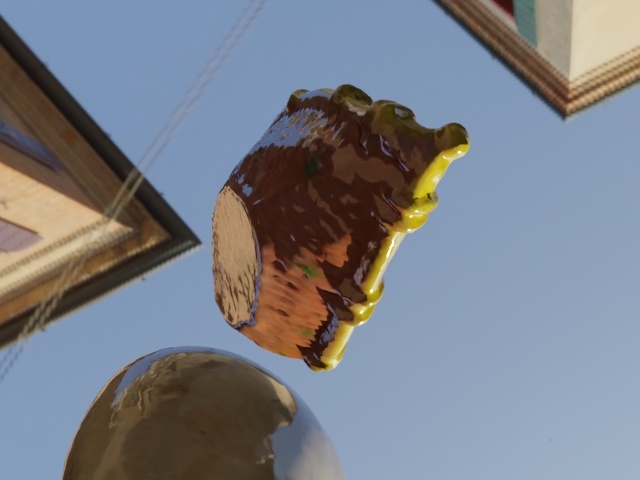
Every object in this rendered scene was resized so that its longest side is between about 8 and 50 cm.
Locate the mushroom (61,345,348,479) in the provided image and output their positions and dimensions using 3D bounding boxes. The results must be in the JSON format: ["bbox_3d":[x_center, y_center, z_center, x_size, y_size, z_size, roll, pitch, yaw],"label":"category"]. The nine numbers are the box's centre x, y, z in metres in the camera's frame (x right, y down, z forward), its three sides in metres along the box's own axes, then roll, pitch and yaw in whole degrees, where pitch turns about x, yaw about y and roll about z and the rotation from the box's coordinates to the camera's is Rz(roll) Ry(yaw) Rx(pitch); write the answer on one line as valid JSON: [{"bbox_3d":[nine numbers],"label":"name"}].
[{"bbox_3d":[-0.122,0.277,0.909,0.294,0.362,0.362,-10,-103,15],"label":"mushroom"}]

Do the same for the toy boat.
[{"bbox_3d":[-0.006,0.002,0.575,0.099,0.318,0.141,-14,-103,-12],"label":"toy boat"}]
